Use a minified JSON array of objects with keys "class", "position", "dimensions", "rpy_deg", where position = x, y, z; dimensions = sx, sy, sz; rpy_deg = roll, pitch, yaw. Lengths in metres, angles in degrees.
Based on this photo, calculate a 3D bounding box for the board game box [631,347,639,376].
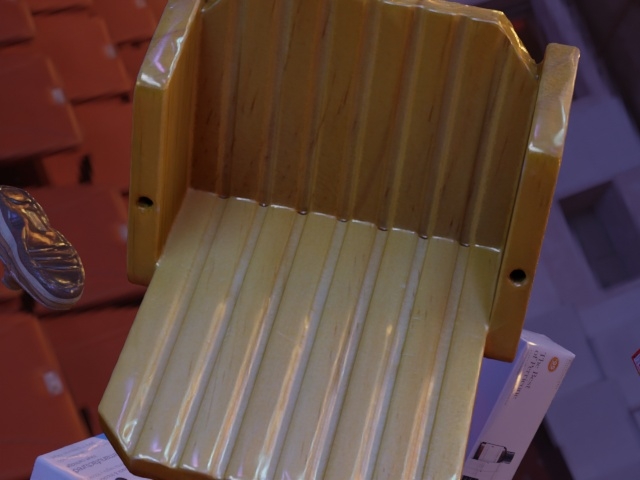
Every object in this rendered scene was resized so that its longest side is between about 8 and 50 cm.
[{"class":"board game box","position":[0.456,0.189,1.690],"dimensions":[0.147,0.045,0.193],"rpy_deg":[115,-40,-56]}]

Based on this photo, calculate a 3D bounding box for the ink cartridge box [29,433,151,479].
[{"class":"ink cartridge box","position":[-0.164,0.351,1.513],"dimensions":[0.270,0.198,0.197],"rpy_deg":[25,-73,23]}]

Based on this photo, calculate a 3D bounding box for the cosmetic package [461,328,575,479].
[{"class":"cosmetic package","position":[0.189,0.215,1.596],"dimensions":[0.060,0.099,0.239],"rpy_deg":[33,-78,42]}]

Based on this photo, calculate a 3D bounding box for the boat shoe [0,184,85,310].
[{"class":"boat shoe","position":[-0.290,0.022,1.416],"dimensions":[0.072,0.068,0.190],"rpy_deg":[-62,-142,20]}]

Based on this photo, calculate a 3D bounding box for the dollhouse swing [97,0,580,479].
[{"class":"dollhouse swing","position":[0.000,0.000,1.136],"dimensions":[0.305,0.347,0.315],"rpy_deg":[-68,168,-55]}]
